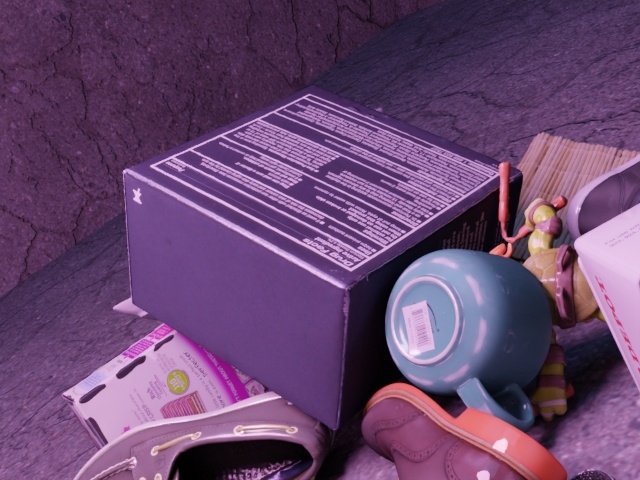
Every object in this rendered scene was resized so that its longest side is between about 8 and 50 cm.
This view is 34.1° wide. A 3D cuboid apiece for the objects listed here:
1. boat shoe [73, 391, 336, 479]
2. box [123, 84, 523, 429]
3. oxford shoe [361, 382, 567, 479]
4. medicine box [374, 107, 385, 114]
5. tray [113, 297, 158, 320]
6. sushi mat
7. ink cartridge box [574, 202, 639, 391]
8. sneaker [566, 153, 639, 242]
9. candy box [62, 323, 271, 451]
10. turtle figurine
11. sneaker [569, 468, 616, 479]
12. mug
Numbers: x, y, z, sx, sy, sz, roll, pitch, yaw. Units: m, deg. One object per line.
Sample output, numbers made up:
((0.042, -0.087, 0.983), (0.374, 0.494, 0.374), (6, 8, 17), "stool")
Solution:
((-0.130, 0.237, 1.054), (0.305, 0.109, 0.091), (-22, 12, 11), "boat shoe")
((0.000, 0.000, 1.095), (0.296, 0.183, 0.294), (27, 39, 32), "box")
((0.088, 0.189, 0.873), (0.098, 0.097, 0.271), (-52, 15, -15), "oxford shoe")
((-0.037, -0.082, 1.711), (0.289, 0.149, 0.263), (-20, 7, 30), "medicine box")
((-0.211, 0.090, 1.607), (0.145, 0.030, 0.270), (-29, -9, 3), "tray")
((0.294, -0.050, 1.266), (0.151, 0.019, 0.316), (13, 34, 20), "sushi mat")
((0.293, 0.086, 0.646), (0.114, 0.198, 0.273), (-29, 17, -2), "ink cartridge box")
((0.417, -0.073, 1.116), (0.295, 0.105, 0.147), (-35, 24, -18), "sneaker")
((-0.149, 0.174, 1.184), (0.233, 0.159, 0.071), (-35, 15, -23), "candy box")
((0.234, 0.032, 0.939), (0.217, 0.087, 0.270), (-5, 62, 22), "turtle figurine")
((0.170, 0.207, 0.701), (0.072, 0.077, 0.178), (-18, 18, 28), "sneaker")
((0.128, 0.078, 0.896), (0.097, 0.130, 0.157), (9, 18, -44), "mug")
